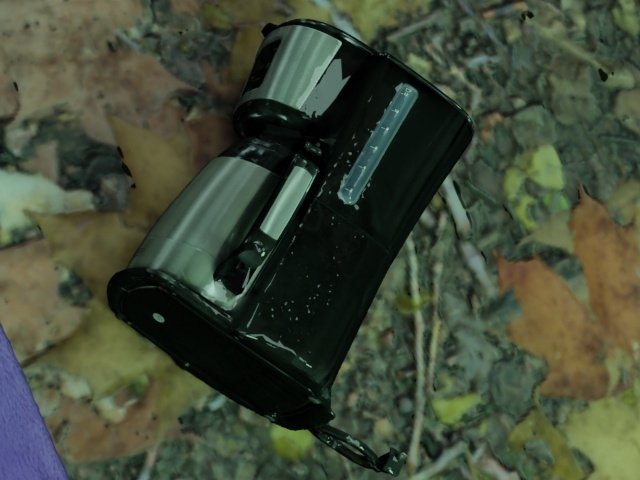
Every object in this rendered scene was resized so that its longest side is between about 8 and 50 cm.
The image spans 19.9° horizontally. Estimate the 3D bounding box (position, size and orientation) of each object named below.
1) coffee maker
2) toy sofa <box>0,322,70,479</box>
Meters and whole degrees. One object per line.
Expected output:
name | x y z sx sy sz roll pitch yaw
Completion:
coffee maker | 0.000 0.000 0.957 0.171 0.120 0.178 46 64 -32
toy sofa | -0.229 0.015 0.814 0.150 0.177 0.362 -23 86 -25
